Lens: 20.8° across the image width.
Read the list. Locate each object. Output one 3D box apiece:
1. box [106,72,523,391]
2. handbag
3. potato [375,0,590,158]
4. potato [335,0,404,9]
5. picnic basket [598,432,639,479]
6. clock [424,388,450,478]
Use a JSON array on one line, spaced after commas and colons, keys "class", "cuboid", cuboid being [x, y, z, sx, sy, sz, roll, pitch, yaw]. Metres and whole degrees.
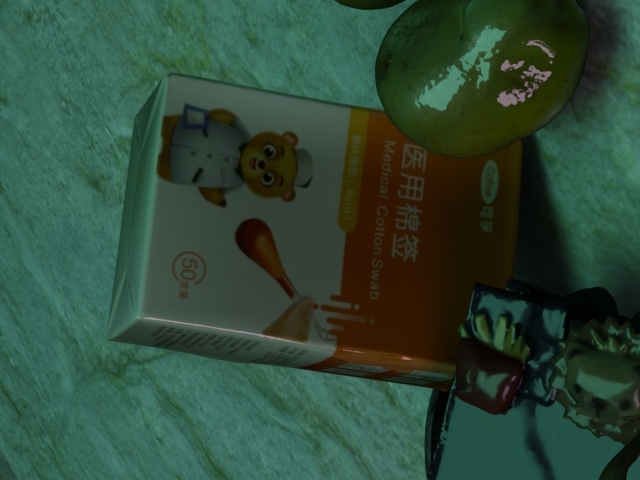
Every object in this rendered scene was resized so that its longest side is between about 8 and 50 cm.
[{"class": "box", "cuboid": [0.000, 0.000, 1.547, 0.143, 0.341, 0.225, 146, 132, -70]}, {"class": "handbag", "cuboid": [0.231, 0.205, 1.392, 0.303, 0.122, 0.329, 19, 108, 35]}, {"class": "potato", "cuboid": [0.142, -0.155, 1.459, 0.194, 0.157, 0.157, -37, 72, 52]}, {"class": "potato", "cuboid": [0.039, -0.331, 1.546, 0.197, 0.148, 0.228, 106, 142, -68]}, {"class": "picnic basket", "cuboid": [0.354, 0.208, 1.124, 0.321, 0.254, 0.291, 50, 149, 8]}, {"class": "clock", "cuboid": [0.227, 0.263, 1.618, 0.386, 0.076, 0.386, 40, 139, 47]}]
